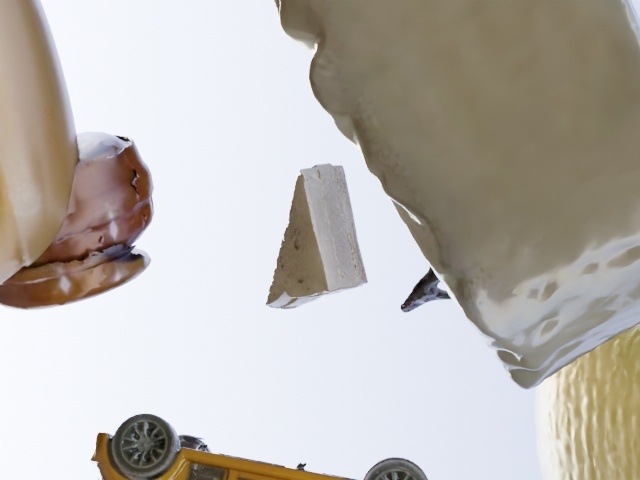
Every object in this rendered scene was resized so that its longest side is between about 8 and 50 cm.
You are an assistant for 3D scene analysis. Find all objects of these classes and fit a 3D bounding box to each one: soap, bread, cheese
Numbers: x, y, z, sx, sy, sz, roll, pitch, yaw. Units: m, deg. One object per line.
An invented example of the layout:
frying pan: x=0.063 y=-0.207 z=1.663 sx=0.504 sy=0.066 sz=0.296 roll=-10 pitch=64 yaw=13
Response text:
soap: x=0.345 y=0.223 z=1.426 sx=0.427 sy=0.115 sz=0.306 roll=-163 pitch=-113 yaw=-71
bread: x=-0.016 y=-0.003 z=1.519 sx=0.105 sy=0.077 sz=0.152 roll=-15 pitch=-96 yaw=42
cheese: x=0.091 y=-0.099 z=0.727 sx=0.153 sy=0.292 sz=0.332 roll=-31 pitch=-84 yaw=10

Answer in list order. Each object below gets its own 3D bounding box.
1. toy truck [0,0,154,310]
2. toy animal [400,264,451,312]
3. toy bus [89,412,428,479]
toy truck: x=-0.210 y=-0.069 z=0.609 sx=0.288 sy=0.212 sz=0.204 roll=-149 pitch=-136 yaw=-66
toy animal: x=0.153 y=0.001 z=1.550 sx=0.202 sy=0.105 sz=0.070 roll=-59 pitch=-166 yaw=11
toy bus: x=-0.020 y=0.123 z=0.564 sx=0.162 sy=0.069 sz=0.074 roll=8 pitch=-106 yaw=13
